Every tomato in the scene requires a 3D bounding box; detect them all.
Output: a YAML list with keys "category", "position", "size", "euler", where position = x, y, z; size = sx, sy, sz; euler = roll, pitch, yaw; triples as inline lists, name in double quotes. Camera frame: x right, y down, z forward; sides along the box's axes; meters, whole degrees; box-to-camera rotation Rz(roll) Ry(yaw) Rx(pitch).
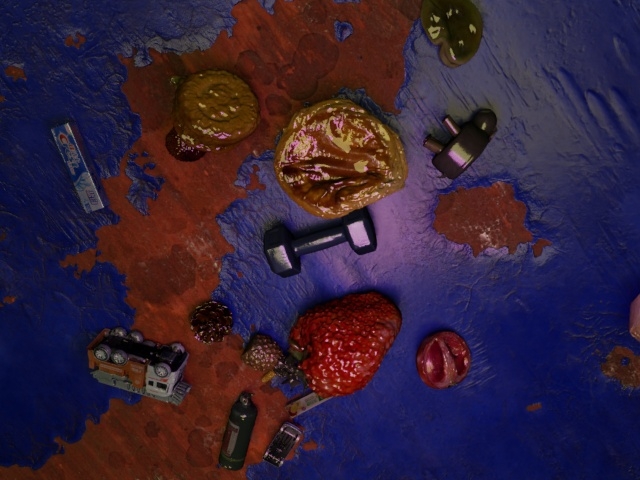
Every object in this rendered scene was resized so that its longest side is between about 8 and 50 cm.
- category: "tomato"
  position: [0.361, 0.365, 1.865]
  size: [0.189, 0.099, 0.173]
  euler: [-9, 89, -31]

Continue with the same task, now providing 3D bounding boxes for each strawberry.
- category: "strawberry"
  position: [0.092, 0.302, 1.785]
  size: [0.351, 0.312, 0.267]
  euler: [-33, 121, -5]

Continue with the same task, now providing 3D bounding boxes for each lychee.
- category: "lychee"
  position: [-0.389, -0.286, 1.753]
  size: [0.129, 0.123, 0.123]
  euler: [7, 106, 13]

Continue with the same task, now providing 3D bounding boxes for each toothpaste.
- category: "toothpaste"
  position: [-0.727, -0.220, 1.837]
  size: [0.066, 0.053, 0.272]
  euler: [-17, 102, 10]

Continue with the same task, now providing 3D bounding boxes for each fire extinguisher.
- category: "fire extinguisher"
  position: [-0.266, 0.609, 1.994]
  size: [0.093, 0.118, 0.294]
  euler: [5, 109, -32]

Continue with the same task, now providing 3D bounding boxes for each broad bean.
- category: "broad bean"
  position: [0.355, -0.572, 1.621]
  size: [0.153, 0.072, 0.206]
  euler: [-21, 101, -2]

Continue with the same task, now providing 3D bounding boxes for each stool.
- category: "stool"
  position: [0.380, -0.277, 1.672]
  size: [0.139, 0.153, 0.228]
  euler: [42, 63, -2]

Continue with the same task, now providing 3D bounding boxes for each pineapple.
- category: "pineapple"
  position: [-0.124, 0.393, 1.907]
  size: [0.251, 0.125, 0.125]
  euler: [29, 106, -4]

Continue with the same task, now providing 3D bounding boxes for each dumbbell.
- category: "dumbbell"
  position: [0.000, 0.000, 1.774]
  size: [0.325, 0.160, 0.144]
  euler: [-16, 74, 11]

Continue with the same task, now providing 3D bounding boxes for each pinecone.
- category: "pinecone"
  position: [-0.339, 0.263, 1.894]
  size: [0.140, 0.120, 0.140]
  euler: [0, 112, 1]

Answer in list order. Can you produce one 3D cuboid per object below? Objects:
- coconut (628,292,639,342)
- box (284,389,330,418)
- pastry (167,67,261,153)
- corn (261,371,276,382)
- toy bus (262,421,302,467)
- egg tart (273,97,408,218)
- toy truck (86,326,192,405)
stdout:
- category: "coconut"
  position: [0.987, 0.225, 1.697]
  size: [0.231, 0.227, 0.227]
  euler: [-28, 100, 11]
- category: "box"
  position: [-0.019, 0.510, 1.967]
  size: [0.207, 0.041, 0.049]
  euler: [-31, 97, 12]
- category: "pastry"
  position: [-0.285, -0.368, 1.673]
  size: [0.240, 0.132, 0.235]
  euler: [-4, 80, -25]
- category: "corn"
  position: [-0.157, 0.433, 1.967]
  size: [0.083, 0.028, 0.027]
  euler: [-40, 77, 14]
- category: "toy bus"
  position: [-0.124, 0.664, 2.002]
  size: [0.073, 0.076, 0.167]
  euler: [31, 108, -2]
- category: "egg tart"
  position: [0.047, -0.231, 1.699]
  size: [0.352, 0.153, 0.339]
  euler: [-31, 90, 7]
- category: "toy truck"
  position: [-0.572, 0.415, 1.956]
  size: [0.339, 0.133, 0.184]
  euler: [15, 116, 5]
